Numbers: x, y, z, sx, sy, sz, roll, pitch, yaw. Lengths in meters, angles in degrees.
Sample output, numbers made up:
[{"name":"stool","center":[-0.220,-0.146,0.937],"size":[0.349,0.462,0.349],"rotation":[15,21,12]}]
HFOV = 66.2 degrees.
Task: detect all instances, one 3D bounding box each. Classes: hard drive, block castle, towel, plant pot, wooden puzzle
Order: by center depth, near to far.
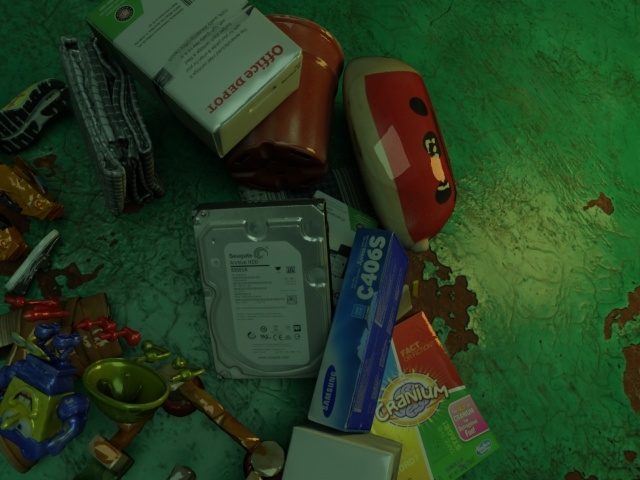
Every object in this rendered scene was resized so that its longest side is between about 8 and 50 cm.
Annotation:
[{"name":"block castle","center":[-0.279,0.459,0.803],"size":[0.303,0.213,0.453],"rotation":[34,62,11]},{"name":"hard drive","center":[-0.095,0.095,0.901],"size":[0.236,0.064,0.339],"rotation":[-2,107,6]},{"name":"towel","center":[-0.399,-0.220,0.962],"size":[0.121,0.235,0.284],"rotation":[-19,79,-23]},{"name":"plant pot","center":[-0.083,-0.259,1.015],"size":[0.272,0.272,0.265],"rotation":[4,70,-12]},{"name":"wooden puzzle","center":[0.172,0.139,1.080],"size":[0.116,0.079,0.014],"rotation":[-30,38,-24]},{"name":"towel","center":[0.000,0.000,1.090],"size":[0.312,0.056,0.324],"rotation":[-11,74,-19]}]

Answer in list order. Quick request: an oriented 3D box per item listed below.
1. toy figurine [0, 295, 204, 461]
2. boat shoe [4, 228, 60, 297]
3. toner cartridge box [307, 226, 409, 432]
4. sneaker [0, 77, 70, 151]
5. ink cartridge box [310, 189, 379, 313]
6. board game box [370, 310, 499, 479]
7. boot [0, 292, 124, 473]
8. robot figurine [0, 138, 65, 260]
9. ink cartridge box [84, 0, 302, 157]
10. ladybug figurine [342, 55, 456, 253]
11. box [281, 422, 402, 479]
[{"name":"toy figurine","center":[-0.389,0.247,0.763],"size":[0.362,0.191,0.217],"rotation":[20,94,18]},{"name":"boat shoe","center":[-0.547,0.044,0.950],"size":[0.040,0.049,0.142],"rotation":[38,70,-20]},{"name":"toner cartridge box","center":[0.080,0.166,0.908],"size":[0.075,0.165,0.348],"rotation":[8,72,24]},{"name":"sneaker","center":[-0.607,-0.261,1.016],"size":[0.208,0.094,0.081],"rotation":[-37,128,-5]},{"name":"ink cartridge box","center":[0.008,0.027,1.005],"size":[0.153,0.087,0.208],"rotation":[26,68,-5]},{"name":"board game box","center":[0.183,0.342,1.014],"size":[0.242,0.064,0.317],"rotation":[-26,81,-18]},{"name":"boot","center":[-0.467,0.242,0.887],"size":[0.220,0.109,0.284],"rotation":[-14,70,-20]},{"name":"robot figurine","center":[-0.649,-0.106,0.934],"size":[0.291,0.085,0.211],"rotation":[42,88,1]},{"name":"ink cartridge box","center":[-0.203,-0.317,0.835],"size":[0.289,0.121,0.211],"rotation":[43,78,5]},{"name":"ladybug figurine","center":[0.177,-0.195,1.047],"size":[0.161,0.305,0.450],"rotation":[-18,80,22]},{"name":"box","center":[0.018,0.499,0.811],"size":[0.168,0.215,0.346],"rotation":[10,75,16]}]
